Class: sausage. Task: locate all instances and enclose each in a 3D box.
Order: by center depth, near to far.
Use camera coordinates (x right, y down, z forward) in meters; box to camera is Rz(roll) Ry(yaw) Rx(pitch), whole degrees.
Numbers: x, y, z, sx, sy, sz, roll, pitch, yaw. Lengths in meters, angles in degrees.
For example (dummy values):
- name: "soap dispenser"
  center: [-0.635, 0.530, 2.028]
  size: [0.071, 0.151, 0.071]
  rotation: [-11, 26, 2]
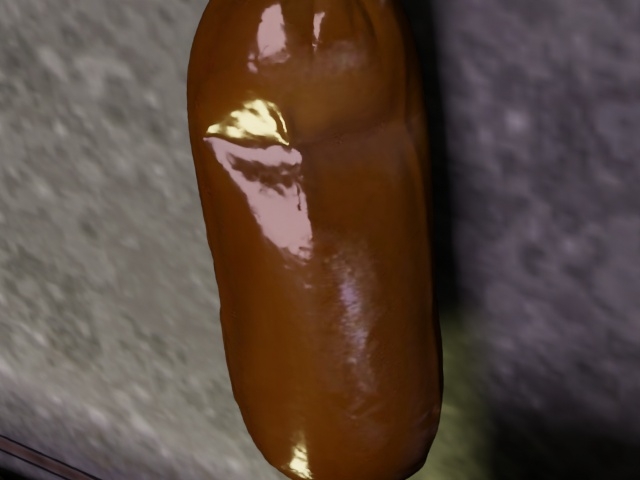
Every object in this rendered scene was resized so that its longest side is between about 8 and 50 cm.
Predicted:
- name: "sausage"
  center: [0.000, 0.000, 0.395]
  size: [0.062, 0.054, 0.183]
  rotation: [-6, 126, 5]

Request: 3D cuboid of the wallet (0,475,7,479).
- name: "wallet"
  center: [-0.120, 0.152, 0.654]
  size: [0.232, 0.031, 0.122]
  rotation: [15, 132, 30]
